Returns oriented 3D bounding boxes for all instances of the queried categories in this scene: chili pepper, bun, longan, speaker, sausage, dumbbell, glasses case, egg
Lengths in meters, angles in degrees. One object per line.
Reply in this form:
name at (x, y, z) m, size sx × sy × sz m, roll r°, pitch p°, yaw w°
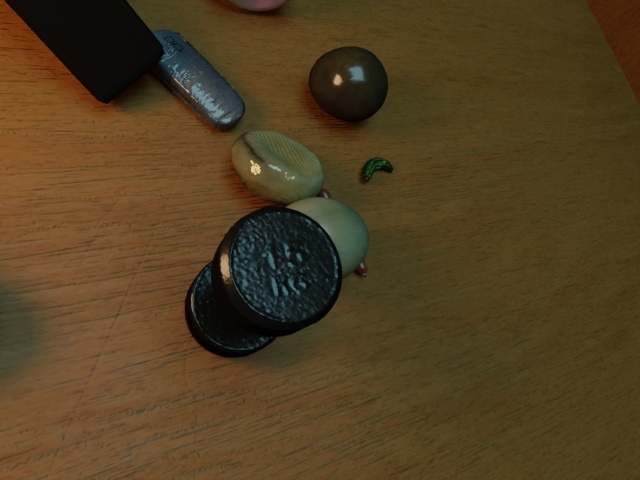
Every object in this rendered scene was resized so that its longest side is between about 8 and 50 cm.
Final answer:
chili pepper at (0.146, -0.194, 1.262) m, size 0.117 × 0.035 × 0.056 m, roll -24°, pitch 94°, yaw -41°
bun at (-0.104, -0.154, 1.077) m, size 0.222 × 0.128 × 0.222 m, roll 20°, pitch 33°, yaw -13°
longan at (0.077, -0.407, 1.224) m, size 0.212 × 0.198 × 0.198 m, roll 10°, pitch 66°, yaw -25°
speaker at (-0.521, -0.489, 0.946) m, size 0.180 × 0.184 × 0.388 m, roll -44°, pitch 124°, yaw -9°
sausage at (0.053, -0.024, 1.147) m, size 0.034 × 0.034 × 0.254 m, roll -23°, pitch 80°, yaw -31°
dumbbell at (-0.118, 0.089, 0.846) m, size 0.203 × 0.322 × 0.204 m, roll 10°, pitch 66°, yaw -23°
glasses case at (-0.296, -0.376, 1.099) m, size 0.282 × 0.067 × 0.109 m, roll 44°, pitch 60°, yaw -2°
egg at (0.000, 0.000, 1.016) m, size 0.253 × 0.186 × 0.187 m, roll -2°, pitch 70°, yaw -46°

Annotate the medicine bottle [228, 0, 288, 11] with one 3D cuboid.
medicine bottle at (-0.176, -0.793, 1.222) m, size 0.240 × 0.241 × 0.302 m, roll -3°, pitch 71°, yaw -27°
